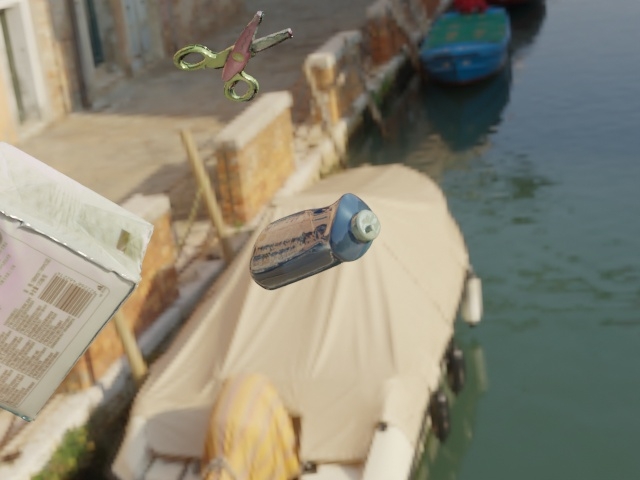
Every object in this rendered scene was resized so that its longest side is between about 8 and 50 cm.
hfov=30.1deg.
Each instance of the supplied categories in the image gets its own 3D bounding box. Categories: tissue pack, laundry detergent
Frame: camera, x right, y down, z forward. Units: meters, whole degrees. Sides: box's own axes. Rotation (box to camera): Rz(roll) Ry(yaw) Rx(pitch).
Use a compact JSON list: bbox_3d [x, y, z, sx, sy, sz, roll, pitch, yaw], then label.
[{"bbox_3d":[-0.309,0.044,1.206,0.185,0.225,0.124,32,28,-19],"label":"tissue pack"},{"bbox_3d":[-0.001,-0.001,1.385,0.206,0.061,0.096,-19,32,51],"label":"laundry detergent"}]

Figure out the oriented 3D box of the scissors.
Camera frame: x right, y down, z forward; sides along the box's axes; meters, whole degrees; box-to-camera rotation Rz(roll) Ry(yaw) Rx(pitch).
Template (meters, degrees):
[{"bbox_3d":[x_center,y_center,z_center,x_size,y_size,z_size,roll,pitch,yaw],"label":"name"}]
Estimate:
[{"bbox_3d":[-0.114,-0.263,1.688,0.187,0.134,0.020,-31,38,47],"label":"scissors"}]
